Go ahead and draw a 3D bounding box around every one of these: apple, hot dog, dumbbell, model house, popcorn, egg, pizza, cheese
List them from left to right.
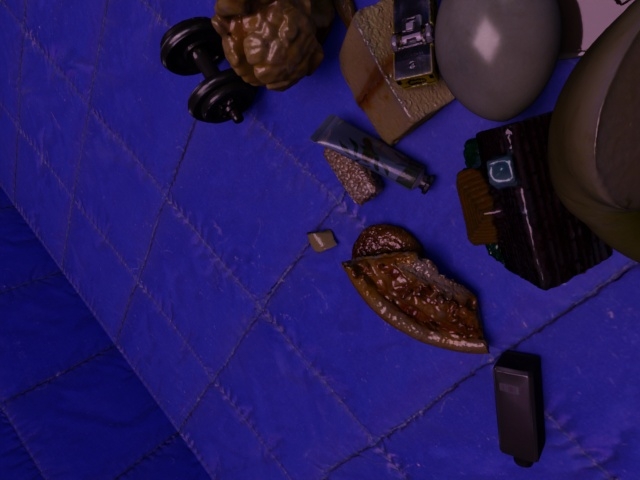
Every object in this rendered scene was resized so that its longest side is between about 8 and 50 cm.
[{"bbox_3d":[-0.269,-0.413,1.121,0.192,0.192,0.290,-35,84,41],"label":"dumbbell"},{"bbox_3d":[-0.100,-0.434,0.890,0.225,0.332,0.265,12,100,7],"label":"popcorn"},{"bbox_3d":[0.000,0.000,1.170,0.084,0.041,0.060,-16,95,43],"label":"cheese"},{"bbox_3d":[0.051,-0.488,0.944,0.137,0.028,0.044,65,158,2],"label":"hot dog"},{"bbox_3d":[0.212,0.128,0.980,0.365,0.074,0.182,36,128,3],"label":"pizza"},{"bbox_3d":[0.278,-0.317,0.724,0.186,0.186,0.253,-3,102,39],"label":"egg"},{"bbox_3d":[0.328,-0.052,0.750,0.230,0.249,0.280,-11,100,42],"label":"model house"},{"bbox_3d":[0.467,-0.153,0.550,0.312,0.320,0.360,36,92,20],"label":"apple"}]

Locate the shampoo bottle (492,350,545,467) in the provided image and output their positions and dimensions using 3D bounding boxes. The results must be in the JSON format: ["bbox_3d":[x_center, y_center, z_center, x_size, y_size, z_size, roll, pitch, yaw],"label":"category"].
[{"bbox_3d":[0.418,0.360,0.954,0.080,0.079,0.246,2,109,39],"label":"shampoo bottle"}]

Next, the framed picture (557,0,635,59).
[{"bbox_3d":[0.464,-0.372,0.664,0.260,0.023,0.189,8,112,36],"label":"framed picture"}]

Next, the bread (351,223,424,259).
[{"bbox_3d":[0.153,0.053,1.056,0.193,0.064,0.193,12,113,30],"label":"bread"}]

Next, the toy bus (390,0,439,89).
[{"bbox_3d":[0.169,-0.386,0.803,0.081,0.074,0.226,-5,82,28],"label":"toy bus"}]

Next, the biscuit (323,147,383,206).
[{"bbox_3d":[0.075,-0.163,1.028,0.082,0.070,0.168,-39,80,31],"label":"biscuit"}]

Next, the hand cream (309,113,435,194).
[{"bbox_3d":[0.112,-0.180,0.964,0.271,0.091,0.058,31,156,10],"label":"hand cream"}]

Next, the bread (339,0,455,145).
[{"bbox_3d":[0.145,-0.335,0.932,0.240,0.135,0.178,61,165,2],"label":"bread"}]
